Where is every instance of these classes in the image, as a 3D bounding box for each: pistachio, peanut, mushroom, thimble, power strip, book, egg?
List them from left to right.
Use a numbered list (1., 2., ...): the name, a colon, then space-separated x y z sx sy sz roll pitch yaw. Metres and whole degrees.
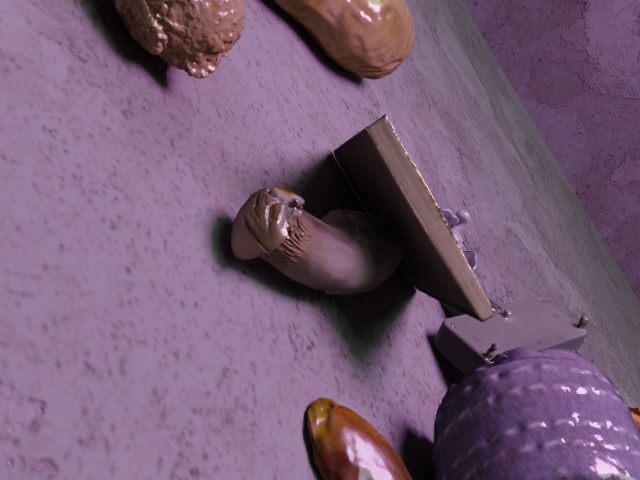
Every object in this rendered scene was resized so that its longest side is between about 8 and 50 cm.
1. egg: -0.127 -0.217 0.702 0.140 0.118 0.116 46 -16 -9
2. mushroom: 0.000 0.004 0.738 0.223 0.081 0.092 8 75 -58
3. peanut: 0.031 -0.325 1.078 0.319 0.147 0.147 33 36 -50
4. pistachio: 0.048 0.202 0.648 0.089 0.049 0.173 -1 65 -63
5. book: 0.086 -0.022 0.845 0.215 0.025 0.282 59 -4 -6
6. power strip: 0.225 0.102 1.006 0.215 0.061 0.145 -7 35 -43
7. thimble: 0.213 0.227 0.750 0.236 0.205 0.172 45 28 -29

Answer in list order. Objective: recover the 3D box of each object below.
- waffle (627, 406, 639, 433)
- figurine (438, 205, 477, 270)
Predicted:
1. waffle: 0.379 0.321 0.980 0.327 0.098 0.224 25 80 -49
2. figurine: 0.157 0.004 1.041 0.082 0.094 0.086 32 -42 54
